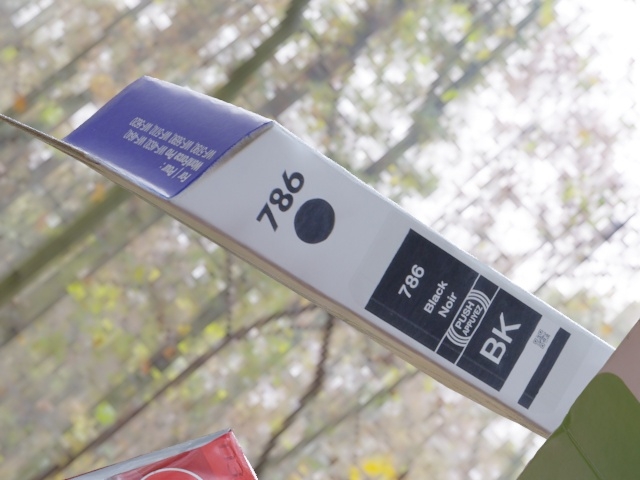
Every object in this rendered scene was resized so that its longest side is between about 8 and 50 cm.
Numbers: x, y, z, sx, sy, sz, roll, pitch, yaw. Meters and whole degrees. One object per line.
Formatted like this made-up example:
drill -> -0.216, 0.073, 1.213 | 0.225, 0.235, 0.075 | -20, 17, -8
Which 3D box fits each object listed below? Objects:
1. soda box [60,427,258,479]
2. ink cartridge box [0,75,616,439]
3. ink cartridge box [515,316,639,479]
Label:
soda box -> -0.056, 0.186, 0.599 | 0.263, 0.083, 0.092 | 97, -30, -47
ink cartridge box -> 0.000, 0.000, 0.878 | 0.332, 0.065, 0.165 | 31, -3, -31
ink cartridge box -> 0.149, 0.058, 0.534 | 0.109, 0.062, 0.209 | 56, -52, 34
